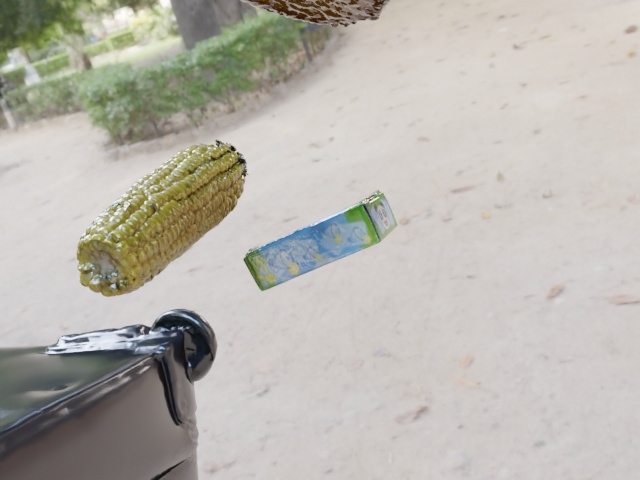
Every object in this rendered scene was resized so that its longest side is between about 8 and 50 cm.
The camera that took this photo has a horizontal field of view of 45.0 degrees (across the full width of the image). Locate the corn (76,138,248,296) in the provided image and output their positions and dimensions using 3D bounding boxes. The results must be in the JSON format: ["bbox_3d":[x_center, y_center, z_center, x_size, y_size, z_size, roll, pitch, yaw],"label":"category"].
[{"bbox_3d":[-0.182,-0.035,0.925,0.115,0.115,0.318,-8,22,25],"label":"corn"}]

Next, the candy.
[{"bbox_3d":[0.000,0.000,1.062,0.194,0.062,0.097,-24,4,23],"label":"candy"}]

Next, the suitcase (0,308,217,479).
[{"bbox_3d":[-0.254,0.158,0.421,0.339,0.188,0.345,-3,7,16],"label":"suitcase"}]

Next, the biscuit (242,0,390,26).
[{"bbox_3d":[-0.071,-0.267,0.626,0.305,0.305,0.038,15,79,57],"label":"biscuit"}]
